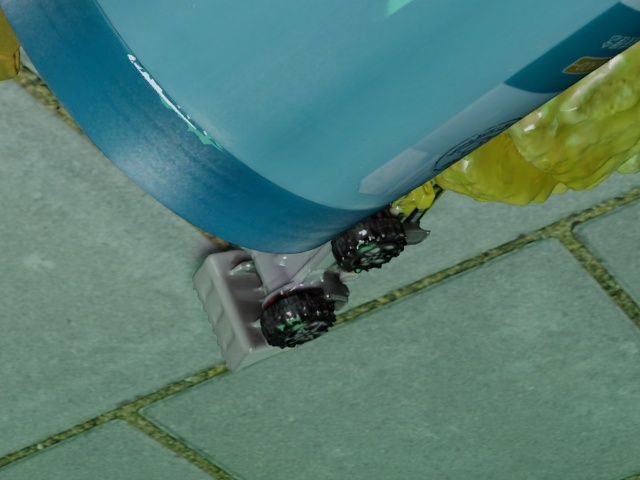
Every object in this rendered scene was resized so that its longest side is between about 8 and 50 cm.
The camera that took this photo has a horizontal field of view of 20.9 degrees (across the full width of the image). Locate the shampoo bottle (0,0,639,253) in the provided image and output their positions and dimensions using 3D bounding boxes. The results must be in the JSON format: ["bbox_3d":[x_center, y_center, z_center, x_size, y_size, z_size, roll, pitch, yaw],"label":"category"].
[{"bbox_3d":[0.038,-0.215,0.963,0.342,0.331,0.331,-33,136,29],"label":"shampoo bottle"}]

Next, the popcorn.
[{"bbox_3d":[0.160,-0.144,1.222,0.257,0.224,0.270,0,138,-21],"label":"popcorn"}]

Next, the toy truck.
[{"bbox_3d":[0.000,0.000,1.467,0.111,0.136,0.286,-4,150,-40],"label":"toy truck"}]

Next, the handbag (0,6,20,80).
[{"bbox_3d":[-0.382,-0.129,1.243,0.283,0.133,0.401,15,139,-33],"label":"handbag"}]
